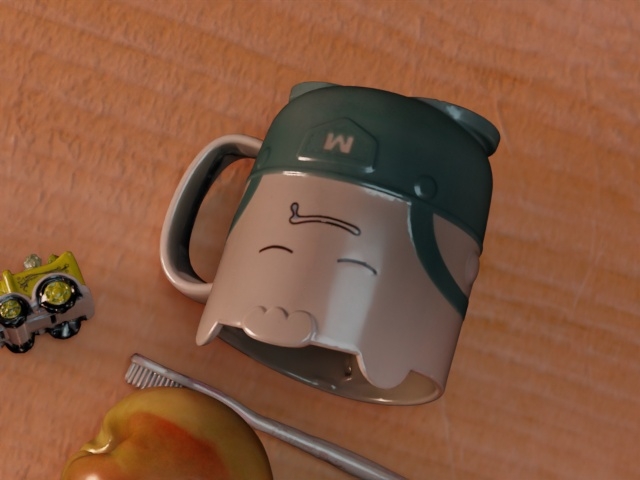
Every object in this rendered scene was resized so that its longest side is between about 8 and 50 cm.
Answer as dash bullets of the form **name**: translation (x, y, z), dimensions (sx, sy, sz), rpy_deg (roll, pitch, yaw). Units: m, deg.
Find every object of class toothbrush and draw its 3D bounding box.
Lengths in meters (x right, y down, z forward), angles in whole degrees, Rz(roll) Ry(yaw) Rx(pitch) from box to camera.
- **toothbrush**: translation (-0.035, 0.178, 1.370), dimensions (0.307, 0.025, 0.029), rpy_deg (25, 83, -7)

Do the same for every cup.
- **cup**: translation (0.000, 0.000, 1.329), dimensions (0.289, 0.219, 0.258), rpy_deg (11, 74, 22)

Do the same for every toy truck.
- **toy truck**: translation (-0.259, 0.049, 1.323), dimensions (0.111, 0.076, 0.077), rpy_deg (-16, 66, -13)

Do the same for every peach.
- **peach**: translation (-0.124, 0.217, 1.269), dimensions (0.184, 0.184, 0.184), rpy_deg (2, 79, -12)
